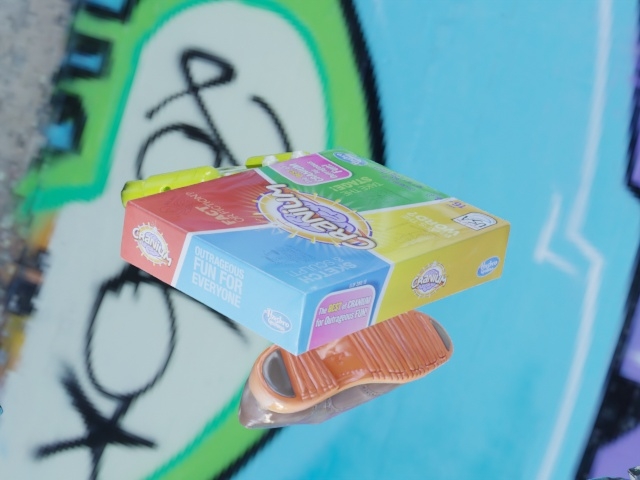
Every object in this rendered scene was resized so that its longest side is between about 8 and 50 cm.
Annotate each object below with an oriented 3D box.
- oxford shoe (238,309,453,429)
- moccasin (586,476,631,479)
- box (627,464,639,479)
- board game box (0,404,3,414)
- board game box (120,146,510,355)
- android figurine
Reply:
[{"bbox_3d":[0.034,0.189,2.207,0.364,0.130,0.132,-10,150,-34],"label":"oxford shoe"},{"bbox_3d":[0.347,0.445,2.050,0.138,0.117,0.342,43,51,-18],"label":"moccasin"},{"bbox_3d":[0.379,0.241,1.395,0.029,0.162,0.116,-131,-158,-80],"label":"box"},{"bbox_3d":[-0.350,0.187,1.231,0.186,0.026,0.126,-31,-175,-4],"label":"board game box"},{"bbox_3d":[0.000,0.000,1.498,0.316,0.242,0.064,-18,125,-46],"label":"board game box"},{"bbox_3d":[-0.092,-0.068,1.768,0.248,0.273,0.056,-15,98,-57],"label":"android figurine"}]
